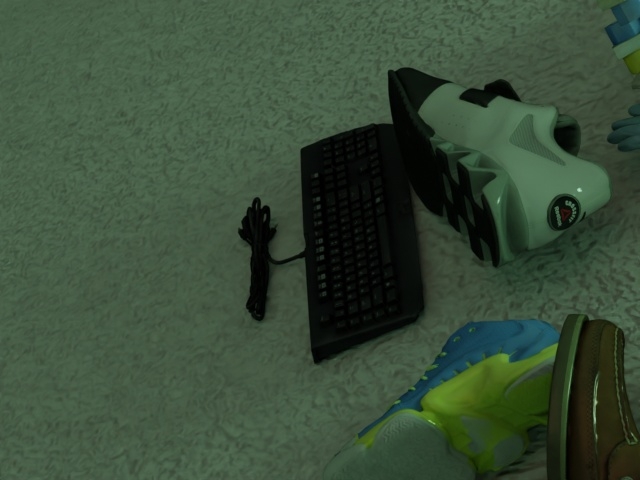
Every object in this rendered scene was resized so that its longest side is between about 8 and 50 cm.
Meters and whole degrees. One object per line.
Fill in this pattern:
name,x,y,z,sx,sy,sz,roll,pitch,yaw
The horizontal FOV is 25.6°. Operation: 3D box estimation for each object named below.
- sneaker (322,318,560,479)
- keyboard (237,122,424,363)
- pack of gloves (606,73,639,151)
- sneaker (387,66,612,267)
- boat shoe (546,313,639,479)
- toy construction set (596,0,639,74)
sneaker,0.110,0.140,1.163,0.240,0.091,0.126,-23,25,3
keyboard,0.000,0.000,1.439,0.201,0.033,0.317,-24,37,16
pack of gloves,0.388,-0.127,1.282,0.232,0.046,0.195,-2,33,37
sneaker,0.167,-0.087,1.354,0.146,0.122,0.330,-20,34,-10
boat shoe,0.213,0.195,0.989,0.104,0.111,0.307,-3,61,18
toy construction set,0.399,-0.261,1.301,0.327,0.151,0.215,-15,4,2
